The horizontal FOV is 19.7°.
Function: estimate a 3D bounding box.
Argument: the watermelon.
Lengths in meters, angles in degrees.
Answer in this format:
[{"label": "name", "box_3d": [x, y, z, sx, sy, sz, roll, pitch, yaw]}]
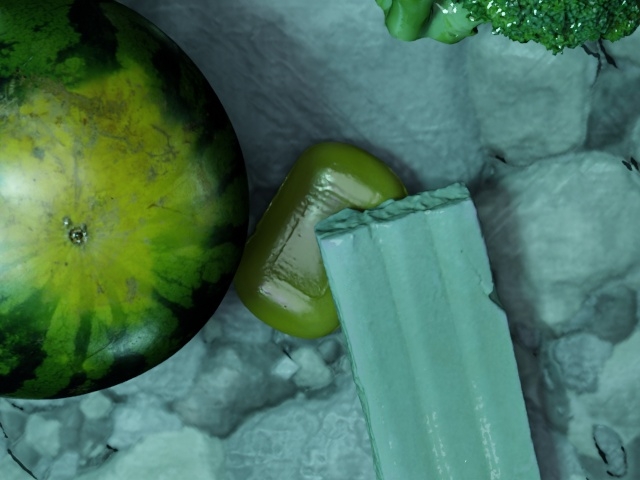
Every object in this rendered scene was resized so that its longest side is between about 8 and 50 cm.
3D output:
[{"label": "watermelon", "box_3d": [-0.175, -0.029, 1.190, 0.269, 0.269, 0.269, 0, 97, 2]}]

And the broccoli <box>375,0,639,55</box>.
[{"label": "broccoli", "box_3d": [0.120, -0.231, 1.176, 0.262, 0.269, 0.241, 10, 134, -20]}]

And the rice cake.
[{"label": "rice cake", "box_3d": [0.079, 0.084, 1.277, 0.127, 0.043, 0.237, -15, 105, -11]}]

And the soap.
[{"label": "soap", "box_3d": [0.000, 0.000, 1.288, 0.089, 0.045, 0.140, 31, 96, 1]}]
